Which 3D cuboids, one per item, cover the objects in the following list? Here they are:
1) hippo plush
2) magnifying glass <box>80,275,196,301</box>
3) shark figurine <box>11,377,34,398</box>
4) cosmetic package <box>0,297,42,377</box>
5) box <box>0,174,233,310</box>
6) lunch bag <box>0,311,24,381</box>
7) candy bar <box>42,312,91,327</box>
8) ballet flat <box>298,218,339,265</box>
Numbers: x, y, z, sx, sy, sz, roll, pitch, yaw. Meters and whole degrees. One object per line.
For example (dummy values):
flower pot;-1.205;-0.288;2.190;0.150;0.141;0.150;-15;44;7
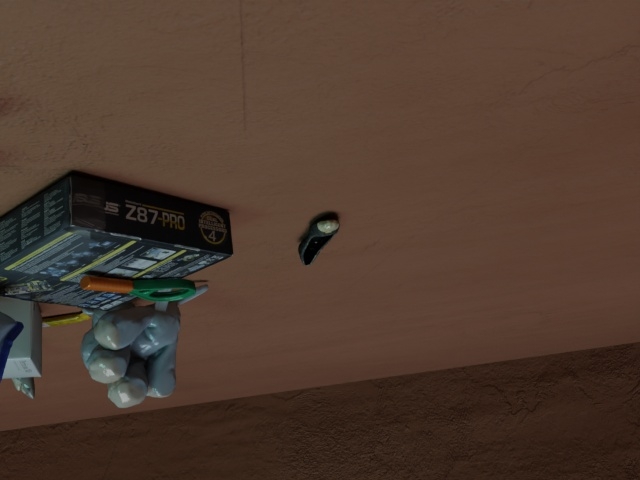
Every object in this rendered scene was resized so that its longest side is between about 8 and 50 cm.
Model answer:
hippo plush;-0.436;0.195;1.808;0.237;0.294;0.234;9;171;40
magnifying glass;-0.320;0.083;1.494;0.092;0.026;0.231;-22;161;37
shark figurine;-0.758;0.255;2.066;0.116;0.166;0.278;-28;146;-13
cosmetic package;-0.795;0.212;1.799;0.366;0.155;0.197;-1;159;-10
box;-0.398;0.022;1.467;0.395;0.097;0.318;-22;157;40
lunch bag;-0.762;0.162;1.422;0.386;0.238;0.328;-10;144;37
candy bar;-0.627;0.190;1.989;0.162;0.018;0.040;-8;157;8
ballet flat;0.000;0.000;1.587;0.058;0.049;0.173;-1;160;-17
